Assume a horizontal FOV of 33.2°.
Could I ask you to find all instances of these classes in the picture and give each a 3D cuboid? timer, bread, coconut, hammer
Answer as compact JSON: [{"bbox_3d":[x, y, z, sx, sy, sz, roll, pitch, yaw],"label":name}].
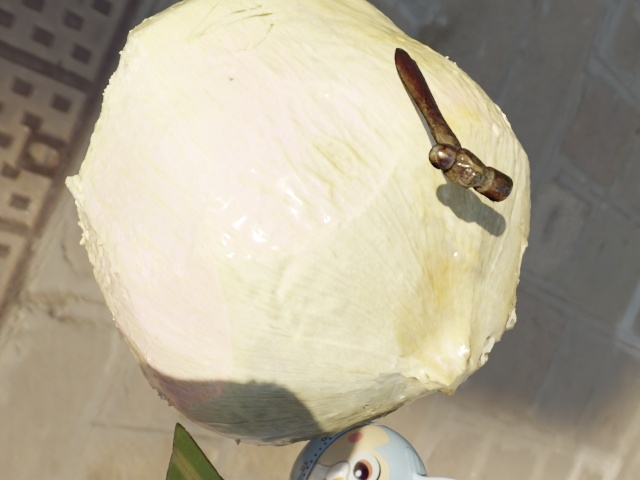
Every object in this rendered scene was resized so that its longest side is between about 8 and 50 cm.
[{"bbox_3d":[0.056,0.279,1.135,0.175,0.255,0.175,0,91,-16],"label":"timer"},{"bbox_3d":[-0.107,0.208,0.775,0.084,0.074,0.139,-20,123,15],"label":"bread"},{"bbox_3d":[0.000,0.000,0.922,0.405,0.405,0.404,-24,126,-38],"label":"coconut"},{"bbox_3d":[0.078,-0.085,0.733,0.065,0.178,0.021,27,114,-28],"label":"hammer"}]
